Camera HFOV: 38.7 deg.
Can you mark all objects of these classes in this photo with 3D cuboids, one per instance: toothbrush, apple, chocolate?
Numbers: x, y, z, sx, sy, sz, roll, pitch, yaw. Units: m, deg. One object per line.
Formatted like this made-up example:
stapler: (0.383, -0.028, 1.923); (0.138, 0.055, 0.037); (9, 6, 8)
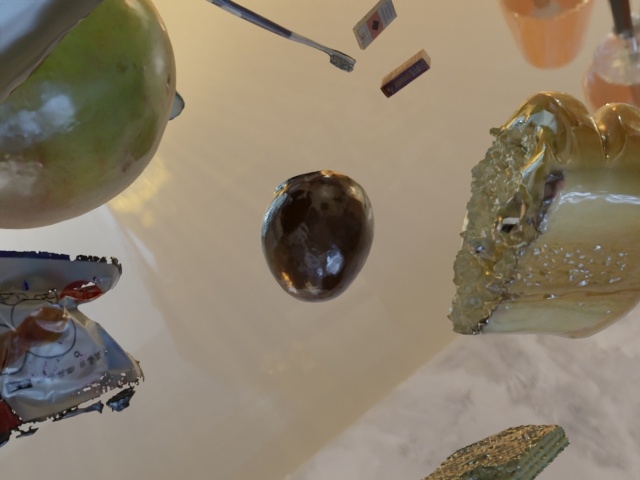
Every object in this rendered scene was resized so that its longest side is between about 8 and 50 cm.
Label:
toothbrush: (-0.069, -0.335, 1.450); (0.024, 0.288, 0.026); (-38, -143, 51)
apple: (-0.331, -0.178, 0.987); (0.339, 0.305, 0.338); (7, -110, -18)
chocolate: (0.000, 0.000, 1.204); (0.177, 0.176, 0.176); (-14, -129, 17)

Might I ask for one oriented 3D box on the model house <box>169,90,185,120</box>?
model house: (-0.314, -0.281, 1.696); (0.088, 0.100, 0.100); (-29, -113, 1)

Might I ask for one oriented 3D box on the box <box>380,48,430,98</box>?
box: (0.131, -0.258, 1.407); (0.082, 0.023, 0.051); (-33, -162, 22)

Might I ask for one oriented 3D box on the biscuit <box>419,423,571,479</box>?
biscuit: (0.180, 0.296, 1.097); (0.250, 0.046, 0.147); (-27, -177, -37)

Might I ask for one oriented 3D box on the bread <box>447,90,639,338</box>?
bread: (0.294, -0.032, 1.059); (0.270, 0.315, 0.211); (0, -131, -14)

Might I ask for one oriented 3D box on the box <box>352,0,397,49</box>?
box: (0.086, -0.345, 1.440); (0.012, 0.046, 0.083); (34, -106, 36)

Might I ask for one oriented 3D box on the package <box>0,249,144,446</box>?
package: (-0.298, 0.093, 0.834); (0.270, 0.071, 0.194); (-10, -109, -29)

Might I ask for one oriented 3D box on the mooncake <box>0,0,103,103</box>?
mooncake: (-0.303, -0.274, 0.473); (0.467, 0.467, 0.262); (-38, -143, -4)
